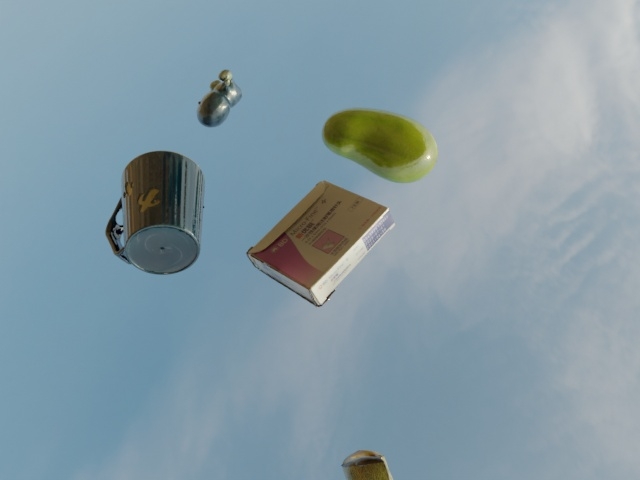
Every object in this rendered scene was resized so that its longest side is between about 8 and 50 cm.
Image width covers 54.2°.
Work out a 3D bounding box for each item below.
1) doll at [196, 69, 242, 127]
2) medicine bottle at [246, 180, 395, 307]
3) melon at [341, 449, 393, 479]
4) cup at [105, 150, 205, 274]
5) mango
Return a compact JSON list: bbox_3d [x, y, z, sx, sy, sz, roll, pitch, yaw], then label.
[{"bbox_3d":[-0.152,-0.209,0.932,0.083,0.050,0.076,-59,-166,-21],"label":"doll"},{"bbox_3d":[0.000,0.000,1.061,0.201,0.052,0.171,-45,-134,-17],"label":"medicine bottle"},{"bbox_3d":[0.089,0.425,1.077,0.079,0.160,0.128,-19,-108,-1],"label":"melon"},{"bbox_3d":[-0.257,-0.029,0.961,0.176,0.131,0.155,-31,-136,17],"label":"cup"},{"bbox_3d":[0.141,-0.232,1.489,0.292,0.143,0.175,14,-128,-15],"label":"mango"}]
